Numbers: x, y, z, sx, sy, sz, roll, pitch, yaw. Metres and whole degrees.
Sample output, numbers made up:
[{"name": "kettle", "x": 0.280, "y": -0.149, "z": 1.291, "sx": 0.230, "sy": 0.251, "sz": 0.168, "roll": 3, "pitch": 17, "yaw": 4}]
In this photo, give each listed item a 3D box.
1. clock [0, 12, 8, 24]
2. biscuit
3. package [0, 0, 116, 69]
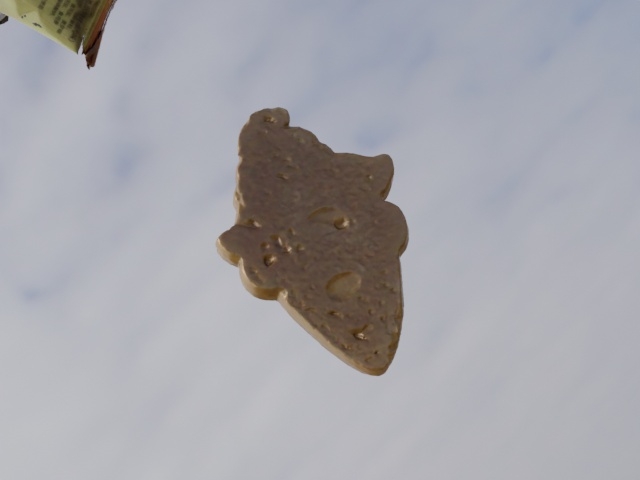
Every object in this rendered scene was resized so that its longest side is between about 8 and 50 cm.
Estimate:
[{"name": "clock", "x": -0.254, "y": -0.161, "z": 0.945, "sx": 0.227, "sy": 0.090, "sz": 0.248, "roll": -36, "pitch": 0, "yaw": 14}, {"name": "biscuit", "x": 0.000, "y": 0.000, "z": 1.318, "sx": 0.162, "sy": 0.250, "sz": 0.035, "roll": -20, "pitch": -25, "yaw": -8}, {"name": "package", "x": -0.138, "y": -0.153, "z": 0.771, "sx": 0.108, "sy": 0.121, "sz": 0.031, "roll": -66, "pitch": 11, "yaw": -20}]
